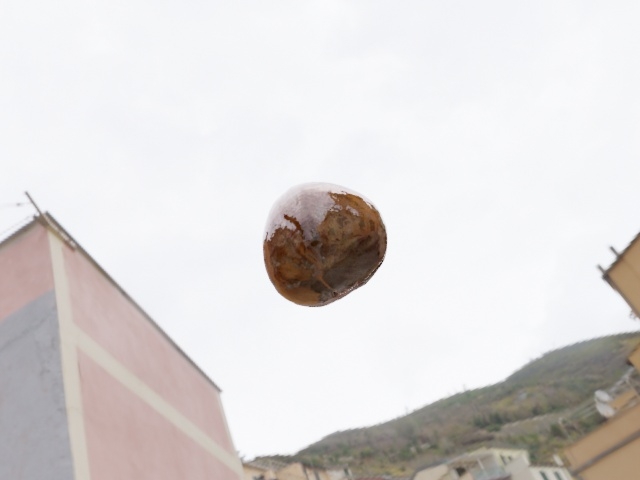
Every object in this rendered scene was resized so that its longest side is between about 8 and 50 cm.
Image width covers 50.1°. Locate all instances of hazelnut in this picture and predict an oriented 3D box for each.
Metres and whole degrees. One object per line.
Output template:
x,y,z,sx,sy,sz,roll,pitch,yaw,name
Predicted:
0.000,0.000,0.927,0.182,0.182,0.182,-14,-40,-13,hazelnut
